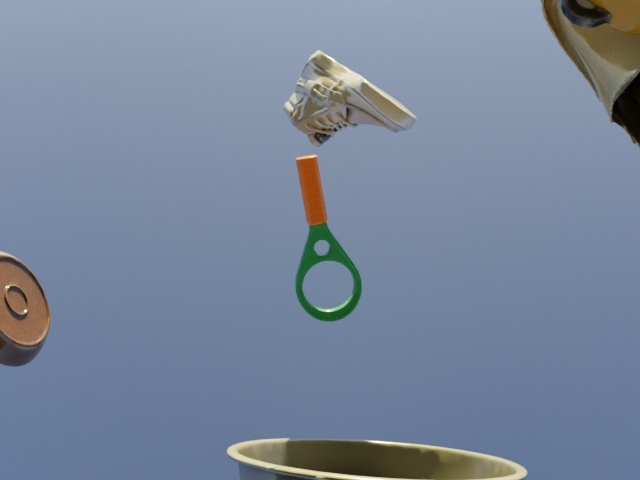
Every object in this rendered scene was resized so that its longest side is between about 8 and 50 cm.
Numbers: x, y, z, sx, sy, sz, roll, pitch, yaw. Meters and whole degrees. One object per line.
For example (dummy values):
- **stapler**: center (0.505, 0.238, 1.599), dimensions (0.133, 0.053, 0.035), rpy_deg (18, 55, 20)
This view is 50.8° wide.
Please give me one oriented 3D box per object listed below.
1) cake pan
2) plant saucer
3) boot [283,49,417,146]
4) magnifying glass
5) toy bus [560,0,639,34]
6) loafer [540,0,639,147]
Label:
- **cake pan**: center (0.052, 0.239, 0.668), dimensions (0.293, 0.293, 0.054), rpy_deg (3, -100, 4)
- **plant saucer**: center (-0.416, 0.084, 0.901), dimensions (0.029, 0.168, 0.168), rpy_deg (-23, -110, 11)
- **boot**: center (0.035, -0.187, 1.012), dimensions (0.123, 0.095, 0.258), rpy_deg (-57, -141, 12)
- **magnifying glass**: center (0.000, 0.000, 0.919), dimensions (0.092, 0.026, 0.231), rpy_deg (-10, -75, -3)
- **toy bus**: center (0.161, -0.313, 0.565), dimensions (0.332, 0.108, 0.130), rpy_deg (38, -94, 18)
- **loafer**: center (0.294, -0.163, 0.615), dimensions (0.092, 0.102, 0.268), rpy_deg (-22, -111, -38)
